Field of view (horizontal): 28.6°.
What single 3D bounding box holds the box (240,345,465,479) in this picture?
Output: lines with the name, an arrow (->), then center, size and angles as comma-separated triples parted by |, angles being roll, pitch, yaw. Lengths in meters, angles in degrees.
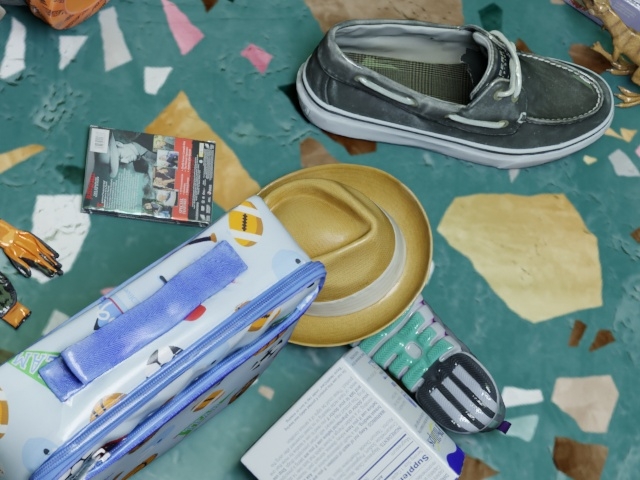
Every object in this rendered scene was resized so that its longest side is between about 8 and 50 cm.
box -> 0.029, 0.182, 1.051 | 0.137, 0.072, 0.126 | 45, 101, 5

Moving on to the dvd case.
dvd case -> -0.158, -0.059, 1.161 | 0.119, 0.013, 0.087 | 7, 66, -15

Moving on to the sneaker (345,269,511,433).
sneaker -> 0.085, 0.096, 1.147 | 0.083, 0.098, 0.224 | -42, 61, 6

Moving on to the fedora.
fedora -> 0.000, 0.000, 1.108 | 0.194, 0.079, 0.194 | -6, 67, 13

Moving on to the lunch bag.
lunch bag -> -0.140, 0.103, 0.970 | 0.303, 0.243, 0.115 | -38, 82, -27

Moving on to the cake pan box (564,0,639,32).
cake pan box -> 0.424, -0.302, 1.406 | 0.267, 0.070, 0.246 | 32, 65, -1

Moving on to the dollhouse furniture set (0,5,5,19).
dollhouse furniture set -> -0.402, -0.251, 0.950 | 0.303, 0.174, 0.355 | 34, 87, 3

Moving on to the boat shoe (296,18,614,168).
boat shoe -> 0.148, -0.148, 1.228 | 0.335, 0.119, 0.121 | 0, 68, -16

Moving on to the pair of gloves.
pair of gloves -> -0.271, 0.029, 1.093 | 0.074, 0.010, 0.083 | 34, 65, -2

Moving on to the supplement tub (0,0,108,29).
supplement tub -> -0.310, -0.349, 1.139 | 0.316, 0.193, 0.193 | 41, 63, 2

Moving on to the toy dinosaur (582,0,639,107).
toy dinosaur -> 0.353, -0.185, 1.309 | 0.211, 0.112, 0.064 | 26, 62, -5
